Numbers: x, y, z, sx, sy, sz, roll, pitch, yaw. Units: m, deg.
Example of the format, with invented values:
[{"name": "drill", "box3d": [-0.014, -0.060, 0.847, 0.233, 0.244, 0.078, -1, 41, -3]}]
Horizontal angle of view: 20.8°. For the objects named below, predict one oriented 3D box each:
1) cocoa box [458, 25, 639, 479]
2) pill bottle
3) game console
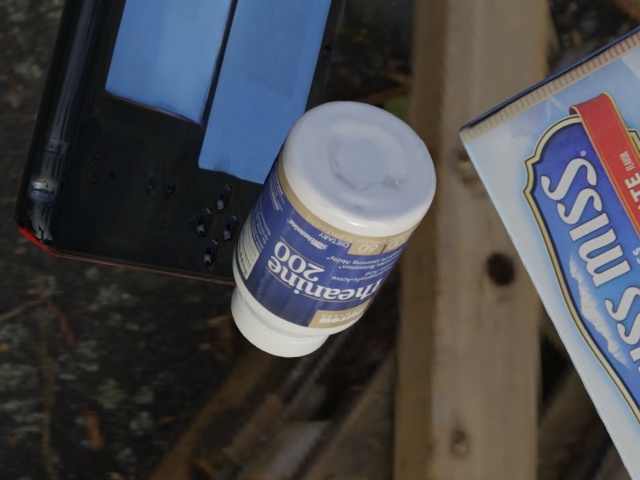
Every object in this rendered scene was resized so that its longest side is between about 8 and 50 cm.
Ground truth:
[{"name": "cocoa box", "box3d": [0.278, 0.032, 0.955, 0.231, 0.228, 0.347, -15, 78, -61]}, {"name": "pill bottle", "box3d": [0.000, 0.000, 0.760, 0.067, 0.120, 0.067, 11, 53, -14]}, {"name": "game console", "box3d": [-0.072, -0.165, 1.227, 0.342, 0.060, 0.386, 14, 90, -70]}]
